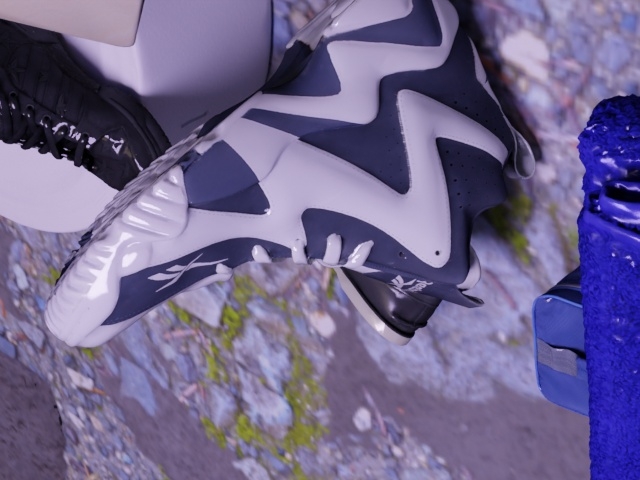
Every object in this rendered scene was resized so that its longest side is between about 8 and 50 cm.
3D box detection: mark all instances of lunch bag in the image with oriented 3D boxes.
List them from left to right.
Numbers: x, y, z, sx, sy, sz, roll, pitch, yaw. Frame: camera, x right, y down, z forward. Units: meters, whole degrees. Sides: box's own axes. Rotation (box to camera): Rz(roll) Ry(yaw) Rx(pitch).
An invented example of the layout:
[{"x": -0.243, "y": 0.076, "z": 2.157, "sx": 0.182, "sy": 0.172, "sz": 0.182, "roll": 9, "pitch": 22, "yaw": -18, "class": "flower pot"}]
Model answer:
[{"x": 0.147, "y": 0.050, "z": 0.698, "sx": 0.098, "sy": 0.065, "sz": 0.067, "roll": 15, "pitch": 128, "yaw": 40, "class": "lunch bag"}]

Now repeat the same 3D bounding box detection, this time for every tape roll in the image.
[{"x": -0.161, "y": -0.148, "z": 0.850, "sx": 0.286, "sy": 0.100, "sz": 0.286, "roll": 26, "pitch": 134, "yaw": 31, "class": "tape roll"}]

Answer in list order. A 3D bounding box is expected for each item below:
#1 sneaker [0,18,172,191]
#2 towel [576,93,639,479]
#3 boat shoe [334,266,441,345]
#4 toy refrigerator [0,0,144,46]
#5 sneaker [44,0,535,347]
[{"x": -0.155, "y": -0.065, "z": 0.749, "sx": 0.170, "sy": 0.089, "sz": 0.051, "roll": 44, "pitch": 141, "yaw": 13, "class": "sneaker"}, {"x": 0.239, "y": 0.066, "z": 0.549, "sx": 0.308, "sy": 0.076, "sz": 0.227, "roll": 9, "pitch": 124, "yaw": 27, "class": "towel"}, {"x": 0.015, "y": -0.005, "z": 0.819, "sx": 0.133, "sy": 0.049, "sz": 0.042, "roll": 48, "pitch": 110, "yaw": 23, "class": "boat shoe"}, {"x": -0.097, "y": -0.168, "z": 0.548, "sx": 0.102, "sy": 0.094, "sz": 0.269, "roll": 13, "pitch": 165, "yaw": -7, "class": "toy refrigerator"}, {"x": 0.000, "y": 0.000, "z": 0.711, "sx": 0.153, "sy": 0.235, "sz": 0.094, "roll": 48, "pitch": 168, "yaw": -11, "class": "sneaker"}]
